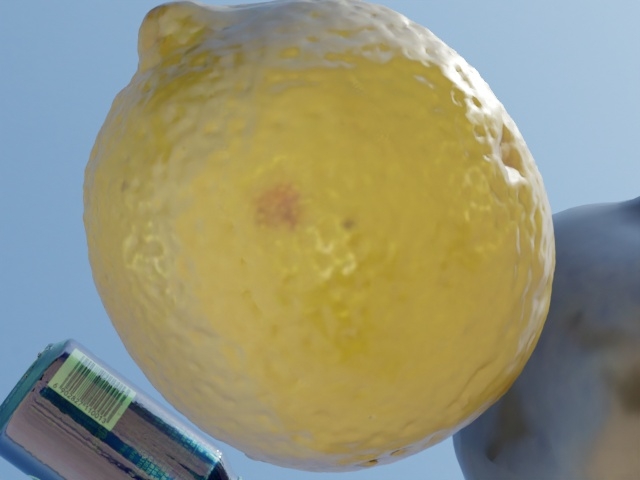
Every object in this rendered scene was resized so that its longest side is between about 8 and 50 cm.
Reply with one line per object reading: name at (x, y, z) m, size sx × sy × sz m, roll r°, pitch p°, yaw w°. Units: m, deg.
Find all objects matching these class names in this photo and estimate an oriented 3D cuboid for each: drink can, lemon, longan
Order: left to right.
drink can at (-0.172, 0.180, 1.368) m, size 0.205 × 0.118 × 0.118 m, roll 38°, pitch -100°, yaw -3°
lemon at (-0.005, -0.006, 0.816) m, size 0.228 × 0.228 × 0.253 m, roll -44°, pitch -63°, yaw -15°
longan at (0.282, 0.121, 1.321) m, size 0.361 × 0.361 × 0.361 m, roll -10°, pitch -72°, yaw -31°
